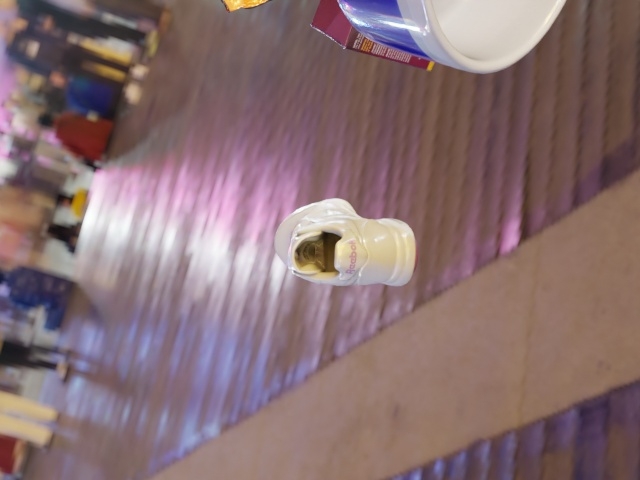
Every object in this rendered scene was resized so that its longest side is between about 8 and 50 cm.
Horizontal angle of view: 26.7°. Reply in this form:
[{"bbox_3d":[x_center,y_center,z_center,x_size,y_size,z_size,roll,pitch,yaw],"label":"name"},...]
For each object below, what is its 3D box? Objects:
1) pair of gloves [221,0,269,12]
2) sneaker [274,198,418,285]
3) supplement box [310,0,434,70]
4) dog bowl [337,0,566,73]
[{"bbox_3d":[-0.083,-0.289,1.467,0.010,0.074,0.083,106,141,-64],"label":"pair of gloves"},{"bbox_3d":[0.000,0.000,1.857,0.305,0.152,0.114,6,95,59],"label":"sneaker"},{"bbox_3d":[0.095,-0.340,2.136,0.104,0.188,0.080,42,115,46],"label":"supplement box"},{"bbox_3d":[0.124,-0.282,1.145,0.104,0.265,0.265,21,94,36],"label":"dog bowl"}]
